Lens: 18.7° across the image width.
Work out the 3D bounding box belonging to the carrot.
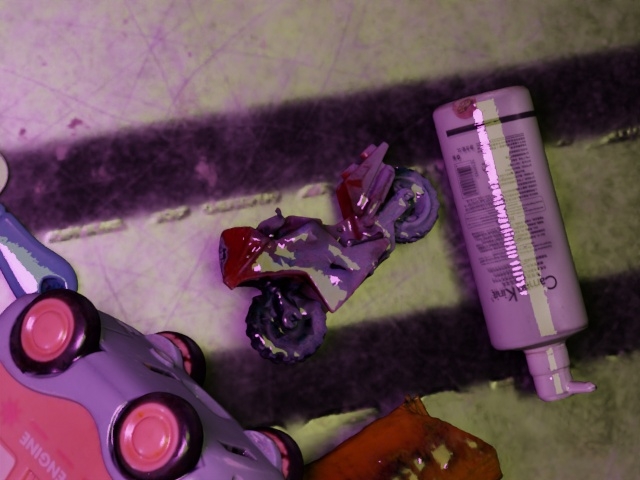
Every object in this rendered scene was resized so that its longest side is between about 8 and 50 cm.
[{"bbox_3d":[0.003,0.231,1.560,0.302,0.114,0.114,-34,94,-15],"label":"carrot"}]

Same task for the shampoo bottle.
[{"bbox_3d":[0.165,0.006,1.627,0.085,0.085,0.262,-14,90,-13],"label":"shampoo bottle"}]

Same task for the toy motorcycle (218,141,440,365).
[{"bbox_3d":[0.000,0.000,1.597,0.122,0.082,0.213,47,66,-5],"label":"toy motorcycle"}]

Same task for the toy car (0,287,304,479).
[{"bbox_3d":[-0.164,0.177,1.467,0.270,0.180,0.212,42,97,30],"label":"toy car"}]

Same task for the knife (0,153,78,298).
[{"bbox_3d":[-0.275,-0.045,1.564,0.058,0.032,0.244,-35,90,-8],"label":"knife"}]
